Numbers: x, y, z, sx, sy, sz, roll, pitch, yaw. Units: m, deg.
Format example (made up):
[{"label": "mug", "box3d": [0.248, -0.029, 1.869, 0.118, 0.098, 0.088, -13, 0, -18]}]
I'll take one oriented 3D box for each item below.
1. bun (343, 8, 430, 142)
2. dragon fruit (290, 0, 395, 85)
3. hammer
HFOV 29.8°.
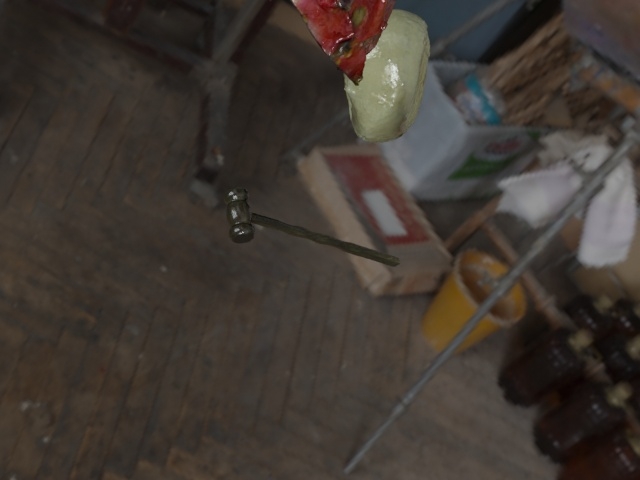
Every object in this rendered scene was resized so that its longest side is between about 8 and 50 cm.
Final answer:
[{"label": "bun", "box3d": [0.075, -0.205, 1.502, 0.111, 0.188, 0.164, 9, 82, 6]}, {"label": "dragon fruit", "box3d": [0.003, -0.290, 1.162, 0.274, 0.126, 0.161, 60, 16, -4]}, {"label": "hammer", "box3d": [0.000, 0.000, 1.378, 0.292, 0.029, 0.058, 17, 55, -47]}]
